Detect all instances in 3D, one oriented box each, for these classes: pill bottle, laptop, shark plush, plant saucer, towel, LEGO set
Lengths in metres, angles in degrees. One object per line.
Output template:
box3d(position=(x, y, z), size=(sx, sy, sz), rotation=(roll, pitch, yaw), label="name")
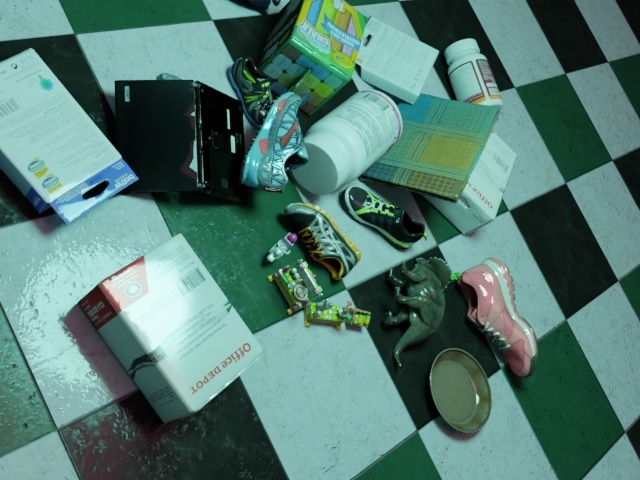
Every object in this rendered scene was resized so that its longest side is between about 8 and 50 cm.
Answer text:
box3d(position=(0.060, -0.230, 1.726), size=(0.160, 0.160, 0.283), rotation=(52, 48, -5), label="pill bottle")
box3d(position=(-0.280, -0.198, 1.521), size=(0.264, 0.137, 0.234), rotation=(13, 72, -61), label="laptop")
box3d(position=(-0.277, -0.315, 1.569), size=(0.161, 0.067, 0.073), rotation=(20, 58, -29), label="shark plush")
box3d(position=(0.322, 0.354, 1.730), size=(0.199, 0.036, 0.198), rotation=(16, 60, -30), label="plant saucer")
box3d(position=(0.280, -0.248, 1.887), size=(0.272, 0.040, 0.370), rotation=(16, 50, 19), label="towel")
box3d(position=(0.006, 0.110, 1.557), size=(0.287, 0.107, 0.132), rotation=(43, 50, -14), label="LEGO set")
box3d(position=(0.447, -0.472, 2.165), size=(0.121, 0.121, 0.221), rotation=(-5, 73, -39), label="pill bottle")

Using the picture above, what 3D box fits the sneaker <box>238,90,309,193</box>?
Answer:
box3d(position=(-0.080, -0.204, 1.586), size=(0.125, 0.104, 0.261), rotation=(24, 62, -3), label="sneaker")

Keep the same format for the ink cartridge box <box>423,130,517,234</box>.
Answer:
box3d(position=(0.396, -0.189, 1.993), size=(0.207, 0.117, 0.283), rotation=(42, 50, -15), label="ink cartridge box")

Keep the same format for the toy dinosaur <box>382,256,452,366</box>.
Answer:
box3d(position=(0.234, 0.141, 1.711), size=(0.161, 0.121, 0.313), rotation=(17, 54, -15), label="toy dinosaur")

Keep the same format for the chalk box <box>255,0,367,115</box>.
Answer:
box3d(position=(-0.029, -0.435, 1.745), size=(0.179, 0.180, 0.288), rotation=(30, 55, -23), label="chalk box")

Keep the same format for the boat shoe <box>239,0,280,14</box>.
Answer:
box3d(position=(-0.156, -0.721, 1.836), size=(0.158, 0.127, 0.340), rotation=(25, 63, -34), label="boat shoe")

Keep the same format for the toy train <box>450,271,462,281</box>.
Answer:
box3d(position=(0.357, 0.093, 1.895), size=(0.083, 0.017, 0.023), rotation=(-1, 59, -38), label="toy train")

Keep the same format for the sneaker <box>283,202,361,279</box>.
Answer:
box3d(position=(0.000, 0.000, 1.624), size=(0.215, 0.084, 0.083), rotation=(41, 55, -16), label="sneaker")

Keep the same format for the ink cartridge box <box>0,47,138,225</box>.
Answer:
box3d(position=(-0.502, -0.182, 1.338), size=(0.311, 0.065, 0.186), rotation=(50, 48, -5), label="ink cartridge box")

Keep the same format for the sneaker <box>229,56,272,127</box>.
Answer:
box3d(position=(-0.141, -0.332, 1.674), size=(0.067, 0.078, 0.188), rotation=(-29, 90, -43), label="sneaker")

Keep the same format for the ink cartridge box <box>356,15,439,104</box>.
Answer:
box3d(position=(0.194, -0.497, 2.018), size=(0.224, 0.045, 0.223), rotation=(28, 52, -1), label="ink cartridge box")

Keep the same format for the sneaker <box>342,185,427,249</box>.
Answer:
box3d(position=(0.162, -0.068, 1.768), size=(0.235, 0.097, 0.084), rotation=(33, 52, -21), label="sneaker")

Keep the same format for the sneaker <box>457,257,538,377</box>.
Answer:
box3d(position=(0.437, 0.206, 1.864), size=(0.136, 0.116, 0.313), rotation=(-16, 79, -21), label="sneaker")

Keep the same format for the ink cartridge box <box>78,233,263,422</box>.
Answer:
box3d(position=(-0.264, 0.157, 1.321), size=(0.197, 0.114, 0.272), rotation=(-37, 93, -43), label="ink cartridge box")
